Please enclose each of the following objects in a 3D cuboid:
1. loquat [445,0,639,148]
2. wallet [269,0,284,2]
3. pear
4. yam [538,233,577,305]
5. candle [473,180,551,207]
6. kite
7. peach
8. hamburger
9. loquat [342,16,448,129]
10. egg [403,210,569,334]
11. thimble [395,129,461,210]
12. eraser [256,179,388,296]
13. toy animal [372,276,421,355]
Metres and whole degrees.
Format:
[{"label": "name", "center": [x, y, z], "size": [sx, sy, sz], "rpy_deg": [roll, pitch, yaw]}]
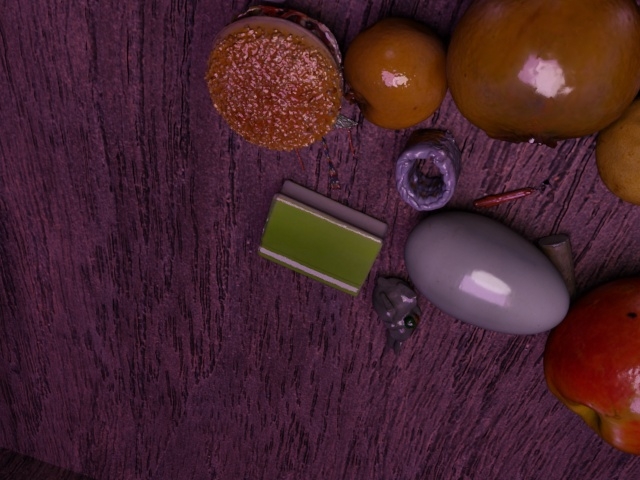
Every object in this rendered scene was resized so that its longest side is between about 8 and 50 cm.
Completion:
[{"label": "loquat", "center": [0.384, -0.330, 1.169], "size": [0.328, 0.328, 0.360], "rpy_deg": [7, 87, 13]}, {"label": "wallet", "center": [-0.038, -0.511, 1.292], "size": [0.190, 0.095, 0.033], "rpy_deg": [-29, 85, 34]}, {"label": "pear", "center": [0.614, -0.160, 1.273], "size": [0.208, 0.209, 0.209], "rpy_deg": [9, 127, 12]}, {"label": "yam", "center": [0.527, 0.065, 1.540], "size": [0.078, 0.078, 0.179], "rpy_deg": [-6, 122, 21]}, {"label": "candle", "center": [0.415, -0.097, 1.492], "size": [0.167, 0.021, 0.026], "rpy_deg": [-15, 129, 25]}, {"label": "kite", "center": [0.010, -0.217, 1.543], "size": [0.198, 0.006, 0.244], "rpy_deg": [-10, 121, 23]}, {"label": "peach", "center": [0.677, 0.248, 1.452], "size": [0.388, 0.388, 0.388], "rpy_deg": [9, 127, 12]}, {"label": "hamburger", "center": [-0.088, -0.320, 1.389], "size": [0.301, 0.170, 0.302], "rpy_deg": [8, 125, 12]}, {"label": "loquat", "center": [0.141, -0.316, 1.304], "size": [0.208, 0.208, 0.208], "rpy_deg": [9, 127, 12]}, {"label": "egg", "center": [0.355, 0.074, 1.492], "size": [0.370, 0.230, 0.230], "rpy_deg": [28, 129, 11]}, {"label": "thimble", "center": [0.228, -0.148, 1.453], "size": [0.127, 0.118, 0.151], "rpy_deg": [-1, 125, 21]}, {"label": "eraser", "center": [0.000, 0.000, 1.653], "size": [0.274, 0.092, 0.210], "rpy_deg": [22, 129, 0]}, {"label": "toy animal", "center": [0.197, 0.189, 1.735], "size": [0.108, 0.138, 0.236], "rpy_deg": [-31, 145, -7]}]
